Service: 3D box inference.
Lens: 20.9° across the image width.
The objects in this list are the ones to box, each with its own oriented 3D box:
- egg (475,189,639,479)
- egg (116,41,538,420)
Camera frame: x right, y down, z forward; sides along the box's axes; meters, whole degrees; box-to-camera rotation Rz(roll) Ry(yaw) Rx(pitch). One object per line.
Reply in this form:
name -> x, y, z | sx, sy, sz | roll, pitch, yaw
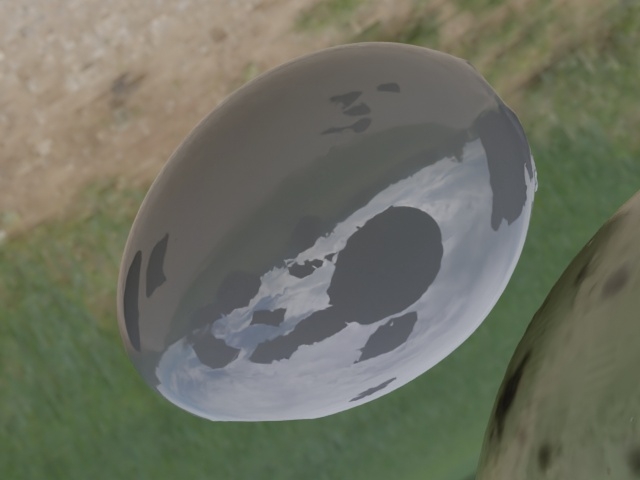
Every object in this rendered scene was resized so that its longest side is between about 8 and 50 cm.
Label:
egg -> 0.198, 0.095, 0.609 | 0.287, 0.287, 0.379 | -28, 145, -28
egg -> 0.000, 0.000, 0.897 | 0.232, 0.176, 0.176 | -40, 172, -15
